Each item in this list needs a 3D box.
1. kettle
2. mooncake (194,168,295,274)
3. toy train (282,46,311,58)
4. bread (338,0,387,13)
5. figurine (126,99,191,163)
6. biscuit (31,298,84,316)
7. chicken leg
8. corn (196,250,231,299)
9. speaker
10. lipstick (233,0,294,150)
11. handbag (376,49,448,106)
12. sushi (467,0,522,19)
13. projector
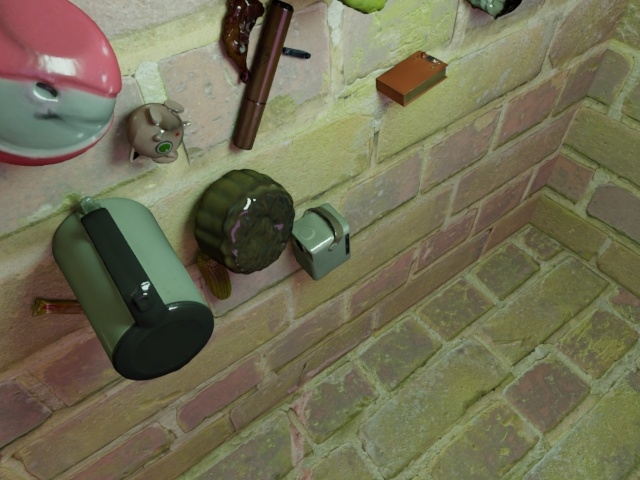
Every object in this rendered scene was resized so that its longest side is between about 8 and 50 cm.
[{"bbox_3d":[-0.423,0.072,1.010,0.249,0.377,0.361,-27,144,-25],"label":"kettle"},{"bbox_3d":[-0.199,-0.051,1.283,0.290,0.161,0.291,-33,138,-36],"label":"mooncake"},{"bbox_3d":[-0.059,-0.471,1.149,0.083,0.017,0.017,-9,135,-42],"label":"toy train"},{"bbox_3d":[0.067,-0.621,0.840,0.348,0.348,0.308,-9,139,-43],"label":"bread"},{"bbox_3d":[-0.353,-0.233,0.989,0.125,0.125,0.138,-9,148,-43],"label":"figurine"},{"bbox_3d":[-0.621,0.182,1.239,0.291,0.026,0.048,12,98,-53],"label":"biscuit"},{"bbox_3d":[-0.173,-0.454,1.012,0.089,0.048,0.219,-12,135,-36],"label":"chicken leg"},{"bbox_3d":[-0.330,0.109,1.436,0.080,0.080,0.231,-31,147,-21],"label":"corn"},{"bbox_3d":[-0.489,-0.260,0.760,0.294,0.294,0.294,-29,144,-24],"label":"speaker"},{"bbox_3d":[-0.143,-0.390,1.110,0.057,0.057,0.357,-9,133,-43],"label":"lipstick"},{"bbox_3d":[0.281,-0.498,1.396,0.190,0.127,0.063,-37,146,-14],"label":"handbag"},{"bbox_3d":[0.526,-0.821,1.283,0.182,0.196,0.344,-47,158,-34],"label":"sushi"},{"bbox_3d":[0.000,0.000,1.604,0.177,0.163,0.243,-34,150,-18],"label":"projector"}]
